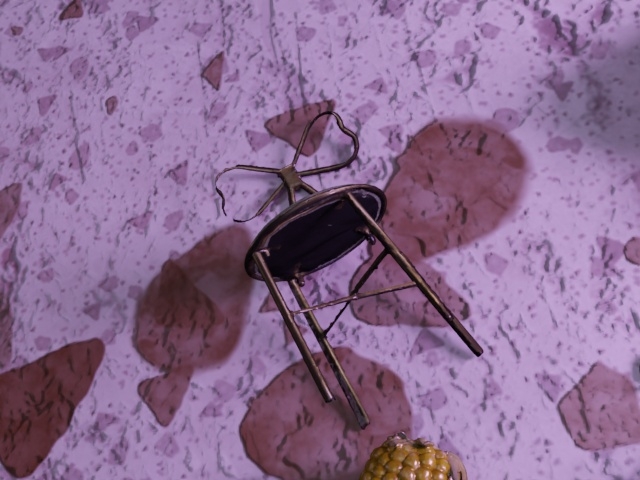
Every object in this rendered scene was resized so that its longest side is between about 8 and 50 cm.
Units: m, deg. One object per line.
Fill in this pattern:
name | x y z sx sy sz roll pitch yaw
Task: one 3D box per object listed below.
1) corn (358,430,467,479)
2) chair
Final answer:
corn | 0.048 0.287 0.883 0.091 0.091 0.260 18 72 7
chair | 0.000 0.000 1.009 0.160 0.170 0.325 -33 64 5
